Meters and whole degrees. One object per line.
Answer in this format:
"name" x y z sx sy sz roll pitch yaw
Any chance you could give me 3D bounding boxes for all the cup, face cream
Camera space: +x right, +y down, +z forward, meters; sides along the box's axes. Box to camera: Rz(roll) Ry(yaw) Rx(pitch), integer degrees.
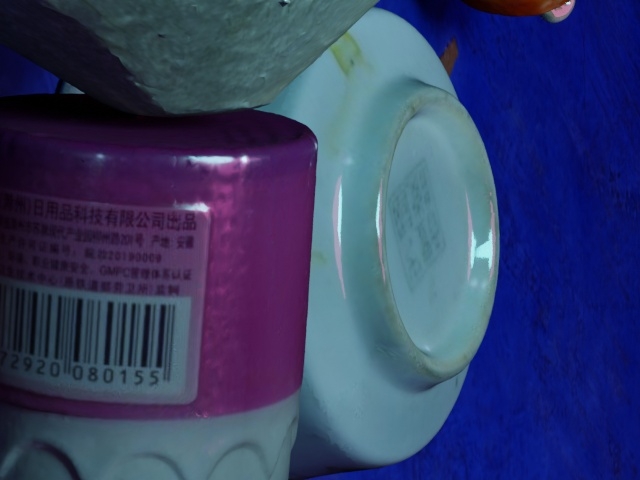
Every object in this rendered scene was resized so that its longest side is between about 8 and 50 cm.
"cup" 0.000 0.000 1.152 0.347 0.163 0.347 4 86 -62
"face cream" -0.093 0.035 0.937 0.175 0.175 0.195 -17 115 -61

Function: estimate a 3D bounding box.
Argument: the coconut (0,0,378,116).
"coconut" -0.074 -0.210 0.891 0.297 0.297 0.309 -6 88 -62

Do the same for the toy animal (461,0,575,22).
"toy animal" 0.123 -0.247 1.407 0.197 0.171 0.171 21 70 -53
